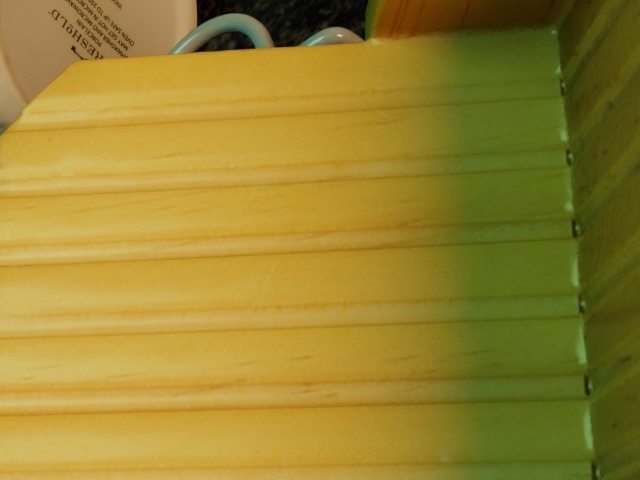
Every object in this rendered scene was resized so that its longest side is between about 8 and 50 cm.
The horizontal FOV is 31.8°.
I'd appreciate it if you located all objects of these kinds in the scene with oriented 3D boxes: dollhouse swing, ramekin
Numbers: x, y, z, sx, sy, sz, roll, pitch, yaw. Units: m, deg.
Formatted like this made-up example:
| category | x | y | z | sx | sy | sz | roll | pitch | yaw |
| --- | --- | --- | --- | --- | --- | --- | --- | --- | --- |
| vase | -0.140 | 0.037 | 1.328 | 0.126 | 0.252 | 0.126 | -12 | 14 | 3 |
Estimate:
| category | x | y | z | sx | sy | sz | roll | pitch | yaw |
| --- | --- | --- | --- | --- | --- | --- | --- | --- | --- |
| dollhouse swing | 0.000 | 0.000 | 0.432 | 0.315 | 0.304 | 0.347 | 108 | 164 | -67 |
| ramekin | -0.215 | -0.182 | 0.896 | 0.127 | 0.273 | 0.273 | 7 | 74 | 36 |

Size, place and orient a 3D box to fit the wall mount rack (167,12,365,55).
| category | x | y | z | sx | sy | sz | roll | pitch | yaw |
| --- | --- | --- | --- | --- | --- | --- | --- | --- | --- |
| wall mount rack | -0.055 | 0.038 | 0.707 | 0.304 | 0.130 | 0.350 | -35 | 47 | 24 |
